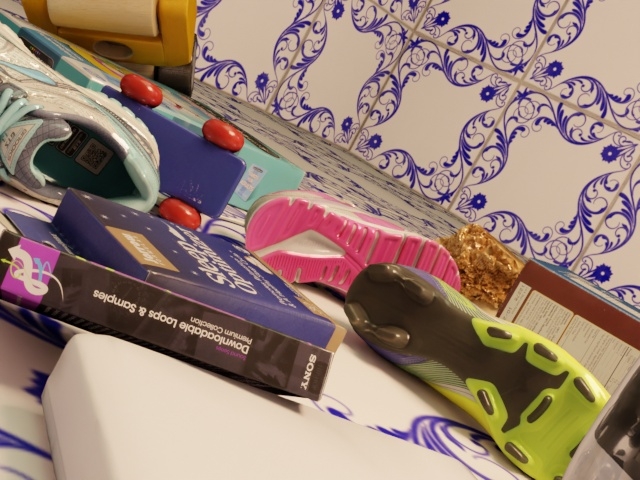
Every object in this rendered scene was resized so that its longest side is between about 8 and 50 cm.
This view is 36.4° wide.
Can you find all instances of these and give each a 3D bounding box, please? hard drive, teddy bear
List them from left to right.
[{"bbox_3d":[0.039,0.155,0.316,0.233,0.047,0.353,25,10,-27],"label":"hard drive"},{"bbox_3d":[0.276,0.109,1.264,0.338,0.113,0.245,31,11,-47],"label":"teddy bear"}]

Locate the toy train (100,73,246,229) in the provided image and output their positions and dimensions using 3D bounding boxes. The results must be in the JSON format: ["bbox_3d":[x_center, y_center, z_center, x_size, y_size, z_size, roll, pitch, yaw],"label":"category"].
[{"bbox_3d":[-0.193,-0.104,0.954,0.248,0.105,0.143,28,-2,-2],"label":"toy train"}]

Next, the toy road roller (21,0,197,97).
[{"bbox_3d":[-0.264,-0.350,1.308,0.202,0.241,0.329,6,-14,-4],"label":"toy road roller"}]

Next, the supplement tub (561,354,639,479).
[{"bbox_3d":[0.308,0.180,0.504,0.338,0.207,0.207,34,10,26],"label":"supplement tub"}]

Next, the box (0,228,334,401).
[{"bbox_3d":[-0.085,0.041,0.487,0.162,0.029,0.116,24,-13,-15],"label":"box"}]

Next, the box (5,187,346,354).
[{"bbox_3d":[-0.099,0.023,0.697,0.225,0.037,0.136,19,13,-44],"label":"box"}]

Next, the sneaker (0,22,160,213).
[{"bbox_3d":[-0.237,-0.100,0.730,0.283,0.110,0.122,24,13,-29],"label":"sneaker"}]

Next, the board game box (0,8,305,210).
[{"bbox_3d":[-0.216,-0.149,1.189,0.336,0.079,0.253,20,13,-47],"label":"board game box"}]

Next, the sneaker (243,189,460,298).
[{"bbox_3d":[0.031,0.008,0.985,0.252,0.103,0.111,26,10,-25],"label":"sneaker"}]

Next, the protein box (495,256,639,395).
[{"bbox_3d":[0.281,0.128,0.971,0.201,0.136,0.200,32,9,22],"label":"protein box"}]

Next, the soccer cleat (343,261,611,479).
[{"bbox_3d":[0.144,0.108,0.800,0.289,0.093,0.121,35,4,33],"label":"soccer cleat"}]
